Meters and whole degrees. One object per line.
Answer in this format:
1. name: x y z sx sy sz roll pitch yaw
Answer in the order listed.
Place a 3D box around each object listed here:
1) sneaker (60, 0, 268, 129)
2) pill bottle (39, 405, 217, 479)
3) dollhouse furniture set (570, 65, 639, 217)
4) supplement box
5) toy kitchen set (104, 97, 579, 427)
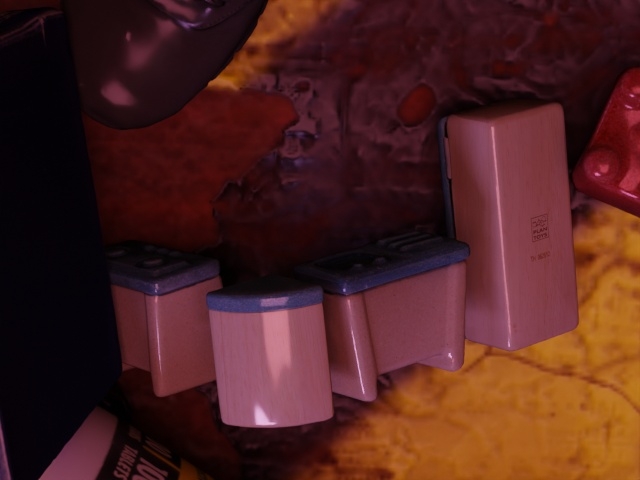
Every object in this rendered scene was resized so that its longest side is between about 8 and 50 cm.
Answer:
1. sneaker: -0.041 -0.178 0.860 0.109 0.130 0.286 28 102 -10
2. pill bottle: -0.040 0.241 0.925 0.334 0.188 0.188 34 99 -10
3. dollhouse furniture set: 0.262 0.042 0.934 0.201 0.152 0.374 -31 85 5
4. supplement box: -0.296 0.017 0.834 0.356 0.194 0.195 -6 103 9
5. toy kitchen set: 0.000 0.000 0.938 0.207 0.166 0.122 -16 107 -36
